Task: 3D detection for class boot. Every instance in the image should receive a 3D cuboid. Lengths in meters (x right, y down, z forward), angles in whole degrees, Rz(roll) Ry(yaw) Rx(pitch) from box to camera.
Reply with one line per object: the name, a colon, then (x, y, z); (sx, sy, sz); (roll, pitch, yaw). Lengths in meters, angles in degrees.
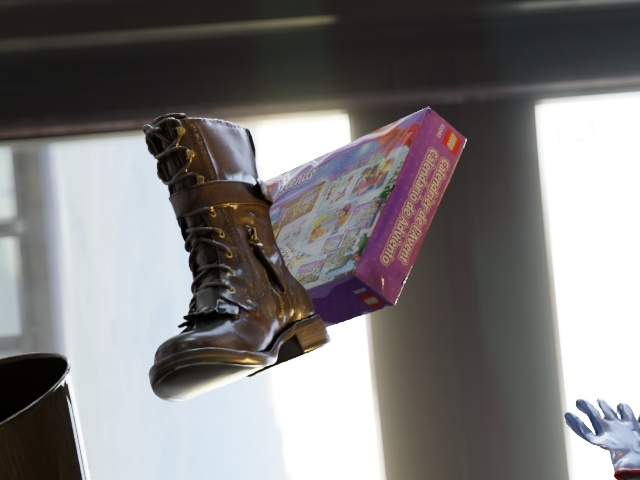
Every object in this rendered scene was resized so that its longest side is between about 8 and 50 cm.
boot: (-0.098, 0.005, 1.507); (0.263, 0.091, 0.229); (-11, 79, -66)

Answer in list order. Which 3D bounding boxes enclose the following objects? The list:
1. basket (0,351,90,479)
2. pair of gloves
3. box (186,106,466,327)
basket: (-0.246, 0.228, 1.355); (0.154, 0.204, 0.227); (23, -46, 64)
pair of gloves: (0.348, 0.201, 1.818); (0.159, 0.198, 0.023); (-109, -155, -62)
box: (0.000, 0.000, 1.766); (0.293, 0.057, 0.201); (-21, -143, 52)
